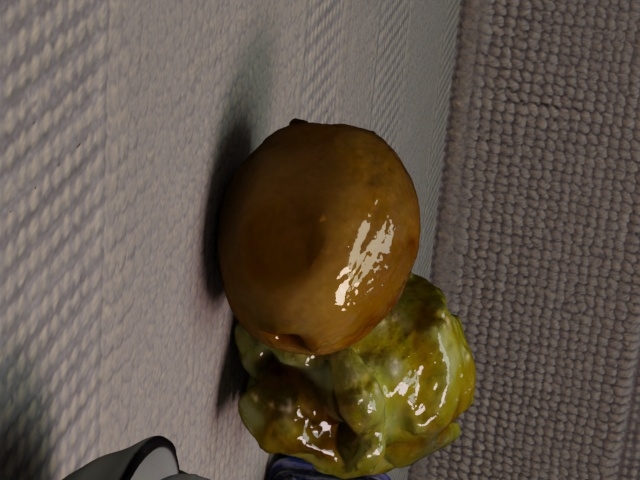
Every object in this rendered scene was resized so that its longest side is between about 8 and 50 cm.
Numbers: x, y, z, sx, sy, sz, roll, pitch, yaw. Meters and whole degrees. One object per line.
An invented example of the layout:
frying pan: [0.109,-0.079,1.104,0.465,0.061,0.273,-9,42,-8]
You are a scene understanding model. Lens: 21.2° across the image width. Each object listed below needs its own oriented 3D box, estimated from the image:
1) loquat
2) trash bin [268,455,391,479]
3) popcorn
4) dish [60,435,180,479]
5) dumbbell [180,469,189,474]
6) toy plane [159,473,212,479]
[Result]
loquat: [0.000,0.000,1.653,0.238,0.193,0.238,1,90,-76]
trash bin: [0.018,0.325,2.198,0.234,0.162,0.184,-74,170,-65]
popcorn: [0.036,0.144,1.829,0.276,0.225,0.276,-34,162,-12]
dish: [-0.180,0.274,1.122,0.316,0.106,0.316,10,90,-83]
dumbbell: [-0.124,0.247,1.574,0.118,0.052,0.046,74,37,-67]
toy plane: [-0.079,0.254,1.003,0.245,0.117,0.244,10,90,-81]
